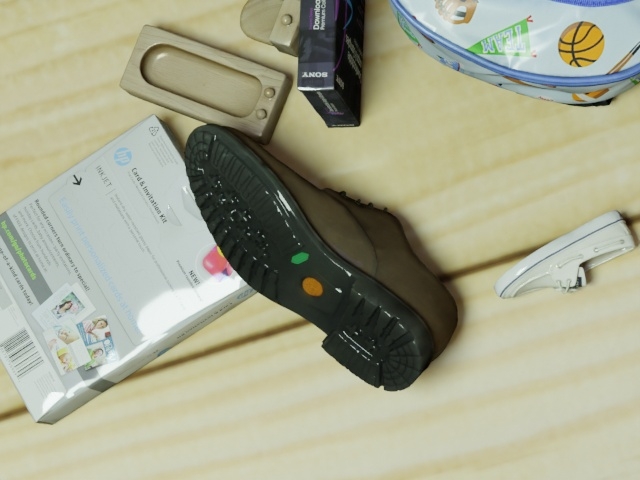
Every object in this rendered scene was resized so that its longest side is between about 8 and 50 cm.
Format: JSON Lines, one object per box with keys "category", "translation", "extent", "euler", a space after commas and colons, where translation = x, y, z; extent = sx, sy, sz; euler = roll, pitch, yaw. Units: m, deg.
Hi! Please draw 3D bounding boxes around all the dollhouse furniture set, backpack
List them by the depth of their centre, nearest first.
{"category": "backpack", "translation": [0.160, -0.226, 1.183], "extent": [0.276, 0.213, 0.263], "euler": [18, 95, 11]}
{"category": "dollhouse furniture set", "translation": [-0.085, -0.171, 1.256], "extent": [0.144, 0.123, 0.151], "euler": [21, 86, 14]}

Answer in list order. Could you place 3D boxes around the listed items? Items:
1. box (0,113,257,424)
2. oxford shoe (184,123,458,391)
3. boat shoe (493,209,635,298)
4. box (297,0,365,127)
{"category": "box", "translation": [-0.155, 0.021, 1.284], "extent": [0.186, 0.038, 0.145], "euler": [-34, 77, 6]}
{"category": "oxford shoe", "translation": [0.000, 0.000, 1.234], "extent": [0.227, 0.096, 0.083], "euler": [45, 134, 6]}
{"category": "boat shoe", "translation": [0.166, 0.018, 1.222], "extent": [0.100, 0.035, 0.035], "euler": [-29, 74, -1]}
{"category": "box", "translation": [0.010, -0.168, 1.241], "extent": [0.029, 0.116, 0.162], "euler": [2, 82, 11]}
